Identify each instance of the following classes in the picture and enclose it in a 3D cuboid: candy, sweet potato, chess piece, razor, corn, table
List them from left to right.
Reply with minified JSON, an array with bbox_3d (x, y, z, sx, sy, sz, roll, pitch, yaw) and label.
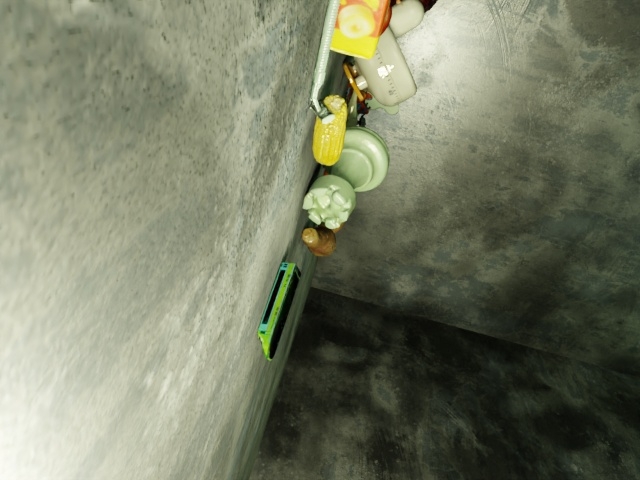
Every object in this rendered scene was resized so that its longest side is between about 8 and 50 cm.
[{"bbox_3d":[0.000,0.000,1.564,0.385,0.109,0.109,76,30,-86],"label":"sweet potato"},{"bbox_3d":[0.009,-0.295,0.719,0.084,0.036,0.211,-116,-151,-55],"label":"razor"},{"bbox_3d":[0.019,-0.220,0.961,0.206,0.068,0.067,101,5,-69],"label":"corn"},{"bbox_3d":[0.062,-0.163,1.246,0.299,0.195,0.194,-60,168,-47],"label":"chess piece"},{"bbox_3d":[0.082,-0.441,0.711,0.276,0.088,0.146,102,3,-56],"label":"candy"},{"bbox_3d":[0.205,-0.552,1.701,0.166,0.199,0.166,15,90,-88],"label":"table"}]

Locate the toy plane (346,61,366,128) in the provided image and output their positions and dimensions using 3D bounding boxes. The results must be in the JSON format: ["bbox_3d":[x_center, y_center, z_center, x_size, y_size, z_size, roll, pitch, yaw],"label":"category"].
[{"bbox_3d":[0.100,-0.426,1.494,0.286,0.092,0.108,104,-19,-49],"label":"toy plane"}]

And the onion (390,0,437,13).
[{"bbox_3d":[0.273,-0.821,1.504,0.280,0.221,0.281,-51,-167,17],"label":"onion"}]

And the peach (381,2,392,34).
[{"bbox_3d":[0.106,-0.488,0.988,0.101,0.101,0.100,15,90,-88],"label":"peach"}]

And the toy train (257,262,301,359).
[{"bbox_3d":[-0.093,0.145,0.972,0.044,0.043,0.209,64,36,-50],"label":"toy train"}]

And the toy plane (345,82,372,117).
[{"bbox_3d":[0.111,-0.455,1.594,0.061,0.130,0.189,-24,166,-30],"label":"toy plane"}]

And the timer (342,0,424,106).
[{"bbox_3d":[0.189,-0.484,1.231,0.233,0.240,0.233,55,19,-29],"label":"timer"}]

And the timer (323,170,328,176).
[{"bbox_3d":[0.055,-0.204,1.637,0.136,0.100,0.136,12,90,-76],"label":"timer"}]

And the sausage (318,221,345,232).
[{"bbox_3d":[0.057,-0.131,1.953,0.136,0.120,0.241,122,-13,-52],"label":"sausage"}]
